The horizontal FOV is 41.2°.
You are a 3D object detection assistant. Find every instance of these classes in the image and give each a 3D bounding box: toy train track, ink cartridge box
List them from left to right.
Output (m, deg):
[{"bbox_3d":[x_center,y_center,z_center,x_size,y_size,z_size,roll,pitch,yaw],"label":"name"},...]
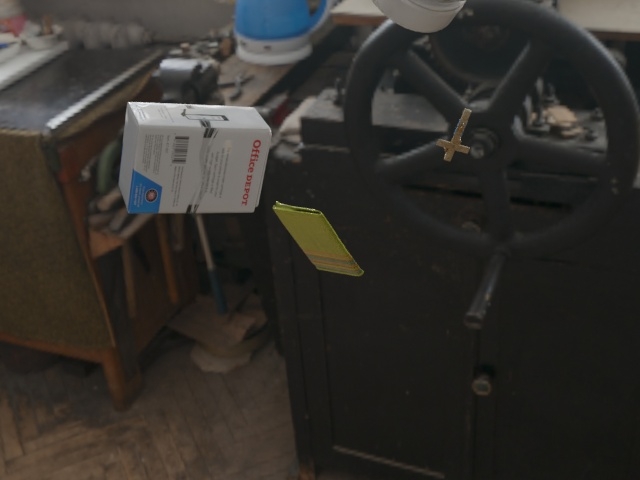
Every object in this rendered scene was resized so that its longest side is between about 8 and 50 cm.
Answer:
[{"bbox_3d":[-0.191,-0.123,1.289,0.203,0.148,0.086,-1,33,-26],"label":"ink cartridge box"},{"bbox_3d":[0.195,-0.152,1.216,0.048,0.083,0.014,15,34,-7],"label":"toy train track"}]

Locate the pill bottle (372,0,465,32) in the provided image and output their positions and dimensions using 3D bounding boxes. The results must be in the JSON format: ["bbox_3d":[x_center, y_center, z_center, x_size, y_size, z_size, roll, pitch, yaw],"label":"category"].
[{"bbox_3d":[0.219,-0.503,1.307,0.204,0.361,0.204,12,56,-19],"label":"pill bottle"}]

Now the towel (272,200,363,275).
[{"bbox_3d":[0.000,0.000,1.572,0.102,0.237,0.021,8,65,27],"label":"towel"}]
